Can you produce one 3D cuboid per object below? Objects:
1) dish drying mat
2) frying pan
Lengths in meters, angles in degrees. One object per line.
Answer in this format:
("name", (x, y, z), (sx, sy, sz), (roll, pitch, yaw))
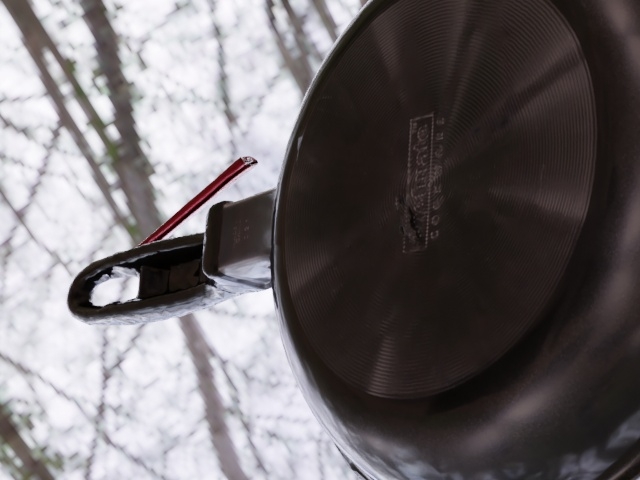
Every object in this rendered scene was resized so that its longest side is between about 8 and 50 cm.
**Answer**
("dish drying mat", (-0.070, -0.018, 1.043), (0.083, 0.008, 0.032), (-40, 178, 12))
("frying pan", (0.011, -0.027, 0.614), (0.326, 0.053, 0.197), (23, -85, 50))
